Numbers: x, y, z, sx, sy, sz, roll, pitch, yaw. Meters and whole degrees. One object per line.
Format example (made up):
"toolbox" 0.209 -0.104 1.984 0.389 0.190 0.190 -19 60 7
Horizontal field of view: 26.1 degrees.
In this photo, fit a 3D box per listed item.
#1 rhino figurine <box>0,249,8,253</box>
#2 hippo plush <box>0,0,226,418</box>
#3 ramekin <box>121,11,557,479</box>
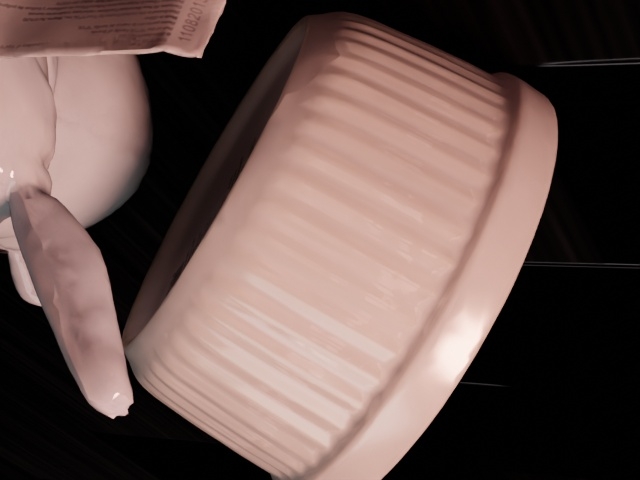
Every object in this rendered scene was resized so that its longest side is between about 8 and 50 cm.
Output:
"rhino figurine" -0.271 -0.022 0.841 0.243 0.073 0.106 10 159 5
"hippo plush" -0.145 -0.093 0.531 0.294 0.234 0.236 14 -178 12
"ramekin" 0.000 0.000 0.597 0.109 0.207 0.207 29 153 -11
